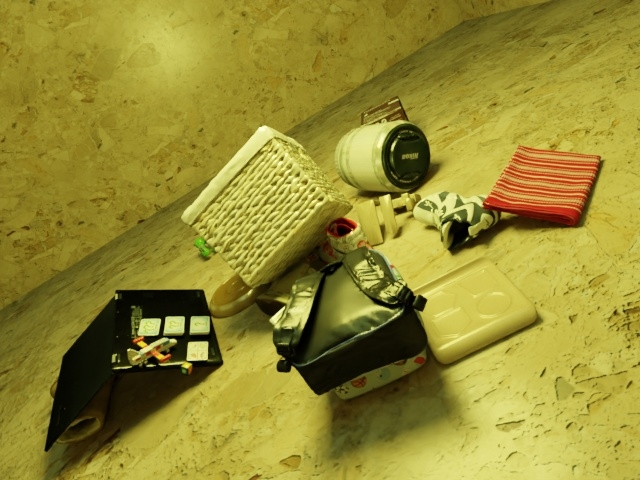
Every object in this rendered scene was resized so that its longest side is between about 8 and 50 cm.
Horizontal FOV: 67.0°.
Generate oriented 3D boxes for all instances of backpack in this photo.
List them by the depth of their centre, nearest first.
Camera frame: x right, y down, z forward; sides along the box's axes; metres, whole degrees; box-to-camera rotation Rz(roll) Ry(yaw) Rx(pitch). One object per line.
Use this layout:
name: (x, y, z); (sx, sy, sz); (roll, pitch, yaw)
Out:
backpack: (0.068, 0.145, 0.921); (0.276, 0.213, 0.263); (-23, 33, 10)

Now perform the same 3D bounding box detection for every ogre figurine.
ogre figurine: (-0.440, -0.008, 1.984); (0.118, 0.097, 0.197); (12, 61, 34)

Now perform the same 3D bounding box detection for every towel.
towel: (0.508, -0.136, 1.103); (0.198, 0.031, 0.275); (15, 45, 31)

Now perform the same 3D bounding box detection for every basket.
basket: (-0.121, -0.085, 1.311); (0.331, 0.266, 0.328); (-47, -9, 11)

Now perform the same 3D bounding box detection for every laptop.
laptop: (-0.513, 0.327, 1.340); (0.407, 0.236, 0.382); (1, 24, -22)

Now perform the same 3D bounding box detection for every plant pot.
plant pot: (-0.253, 0.151, 1.513); (0.236, 0.032, 0.236); (-25, 25, 12)

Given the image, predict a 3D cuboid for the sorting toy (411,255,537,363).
sorting toy: (0.279, 0.129, 0.925); (0.193, 0.038, 0.208); (-28, 28, 6)

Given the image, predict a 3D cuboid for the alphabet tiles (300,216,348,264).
alphabet tiles: (0.000, 0.000, 1.542); (0.237, 0.009, 0.198); (-34, 23, -6)

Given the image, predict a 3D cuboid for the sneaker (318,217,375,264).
sneaker: (0.051, 0.000, 1.308); (0.090, 0.145, 0.270); (-38, 24, -17)

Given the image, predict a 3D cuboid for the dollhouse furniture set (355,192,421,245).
dollhouse furniture set: (0.209, -0.058, 1.386); (0.144, 0.123, 0.151); (-16, -7, 31)

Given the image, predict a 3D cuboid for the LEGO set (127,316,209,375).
LEGO set: (-0.372, 0.247, 1.210); (0.182, 0.060, 0.244); (1, 23, -12)

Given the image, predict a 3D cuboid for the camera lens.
camera lens: (0.201, -0.269, 1.573); (0.219, 0.219, 0.274); (-40, 25, -21)

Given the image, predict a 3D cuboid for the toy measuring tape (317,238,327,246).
toy measuring tape: (-0.006, -0.045, 1.486); (0.330, 0.121, 0.121); (-9, 32, 41)

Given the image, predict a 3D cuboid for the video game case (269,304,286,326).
video game case: (0.006, 0.169, 1.104); (0.190, 0.022, 0.173); (-41, 48, -21)

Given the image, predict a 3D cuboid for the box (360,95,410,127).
box: (0.266, -0.438, 1.899); (0.168, 0.167, 0.203); (-23, 24, 17)

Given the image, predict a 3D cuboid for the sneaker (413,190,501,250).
sneaker: (0.297, -0.044, 1.165); (0.235, 0.094, 0.153); (11, 37, 43)

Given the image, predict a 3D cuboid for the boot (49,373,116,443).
boot: (-0.688, 0.456, 1.351); (0.236, 0.089, 0.269); (-30, 25, 3)

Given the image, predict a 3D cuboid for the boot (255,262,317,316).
boot: (-0.058, 0.132, 1.267); (0.165, 0.077, 0.213); (-42, 25, -30)
